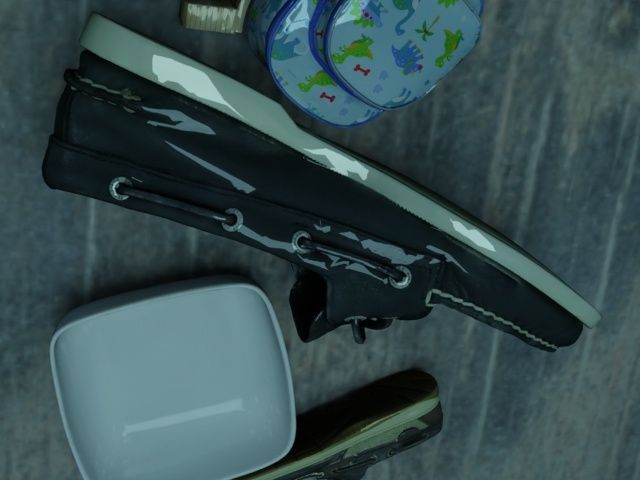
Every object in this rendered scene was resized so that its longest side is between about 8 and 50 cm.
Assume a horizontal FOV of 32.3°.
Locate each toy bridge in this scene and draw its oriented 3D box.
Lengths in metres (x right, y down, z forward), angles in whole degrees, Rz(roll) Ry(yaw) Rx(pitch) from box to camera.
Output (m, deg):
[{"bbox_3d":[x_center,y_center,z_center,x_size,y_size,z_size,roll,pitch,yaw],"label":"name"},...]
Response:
[{"bbox_3d":[-0.032,-0.204,0.591,0.063,0.026,0.188,4,113,-17],"label":"toy bridge"}]

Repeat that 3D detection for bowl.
[{"bbox_3d":[-0.091,0.087,0.696,0.142,0.053,0.142,-12,116,-8],"label":"bowl"}]

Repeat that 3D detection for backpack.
[{"bbox_3d":[0.022,-0.119,0.605,0.114,0.084,0.105,-44,127,10],"label":"backpack"}]

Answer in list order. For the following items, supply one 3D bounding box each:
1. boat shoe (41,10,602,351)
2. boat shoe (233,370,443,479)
[{"bbox_3d":[0.000,0.001,0.629,0.340,0.127,0.113,28,95,-20],"label":"boat shoe"},{"bbox_3d":[0.015,0.140,0.745,0.152,0.056,0.049,-22,112,-3],"label":"boat shoe"}]
